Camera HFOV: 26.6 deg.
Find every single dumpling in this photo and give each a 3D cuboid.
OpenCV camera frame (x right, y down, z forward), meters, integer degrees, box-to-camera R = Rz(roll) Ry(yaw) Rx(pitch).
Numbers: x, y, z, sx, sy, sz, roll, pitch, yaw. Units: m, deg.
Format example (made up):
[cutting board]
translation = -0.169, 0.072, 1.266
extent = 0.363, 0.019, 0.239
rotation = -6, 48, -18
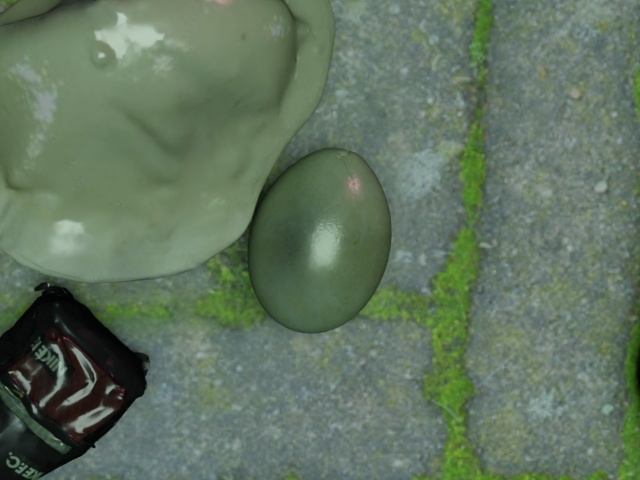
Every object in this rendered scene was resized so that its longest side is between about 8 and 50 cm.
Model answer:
[dumpling]
translation = -0.127, -0.094, 1.020
extent = 0.318, 0.187, 0.243
rotation = -13, 90, -7

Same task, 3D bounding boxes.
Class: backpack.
[backpack]
translation = -0.225, 0.129, 1.075
extent = 0.120, 0.106, 0.165
rotation = 42, 86, -15

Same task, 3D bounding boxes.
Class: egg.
[egg]
translation = 0.000, 0.000, 1.088
extent = 0.114, 0.114, 0.152
rotation = 17, 92, -9

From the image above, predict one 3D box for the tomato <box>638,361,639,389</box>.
[tomato]
translation = 0.423, 0.076, 1.127
extent = 0.309, 0.170, 0.309
rotation = -1, 97, -6
